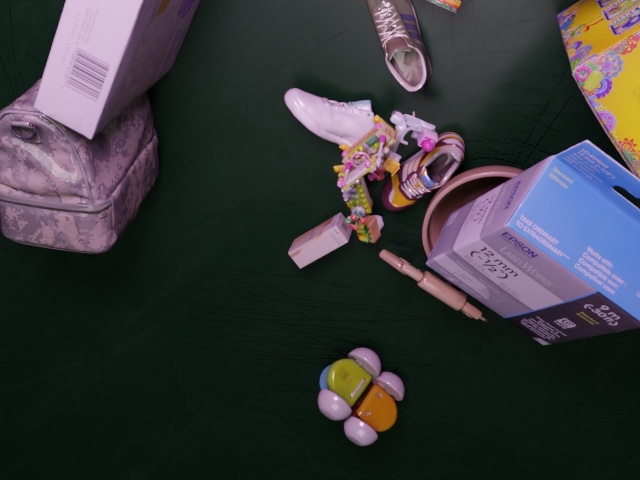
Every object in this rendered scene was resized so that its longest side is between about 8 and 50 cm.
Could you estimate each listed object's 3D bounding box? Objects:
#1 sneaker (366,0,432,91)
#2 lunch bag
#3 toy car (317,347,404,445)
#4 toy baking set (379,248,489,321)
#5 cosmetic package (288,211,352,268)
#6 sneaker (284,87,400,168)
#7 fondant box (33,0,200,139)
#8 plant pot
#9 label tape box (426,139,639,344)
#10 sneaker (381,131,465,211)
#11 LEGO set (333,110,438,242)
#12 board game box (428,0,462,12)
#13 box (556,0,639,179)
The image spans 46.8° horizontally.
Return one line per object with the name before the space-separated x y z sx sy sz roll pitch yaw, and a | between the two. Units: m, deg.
sneaker | 0.122 -0.317 1.153 0.064 0.086 0.192 -19 114 22
lunch bag | -0.406 -0.167 1.238 0.212 0.305 0.256 11 127 5
toy car | 0.070 0.317 1.523 0.182 0.159 0.136 46 155 -16
toy baking set | 0.213 0.079 1.313 0.256 0.197 0.030 33 97 -5
cosmetic package | 0.000 0.000 1.384 0.115 0.060 0.041 -30 109 25
sneaker | 0.042 -0.208 1.249 0.212 0.080 0.094 32 117 -18
fondant box | -0.274 -0.325 1.093 0.096 0.330 0.238 28 122 -7
plant pot | 0.296 -0.032 1.269 0.237 0.110 0.237 5 121 9
label tape box | 0.344 0.023 1.060 0.249 0.115 0.347 35 159 -8
sneaker | 0.169 -0.107 1.268 0.069 0.084 0.185 38 120 -11
LEGO set | 0.078 -0.085 1.218 0.132 0.107 0.287 19 135 -6
board game box | 0.112 -0.451 1.096 0.259 0.030 0.136 22 112 -1
box | 0.484 -0.209 1.023 0.177 0.279 0.290 -31 110 27
